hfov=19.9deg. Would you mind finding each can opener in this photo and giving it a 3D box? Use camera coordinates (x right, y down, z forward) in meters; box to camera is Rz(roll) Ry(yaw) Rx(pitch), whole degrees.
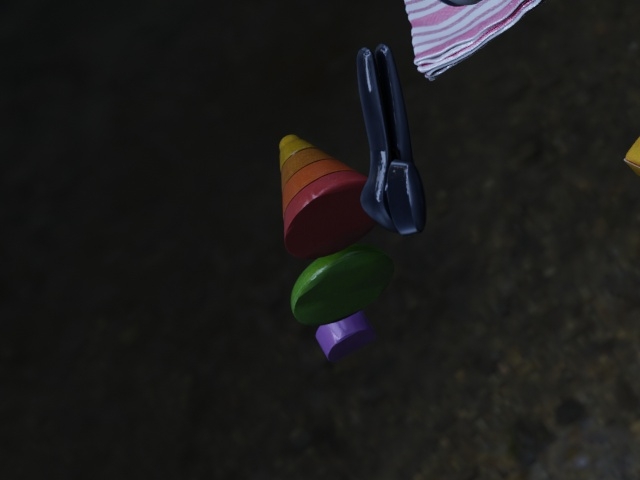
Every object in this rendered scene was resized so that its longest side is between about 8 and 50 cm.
[{"bbox_3d":[0.068,-0.095,1.735,0.073,0.059,0.186,-8,91,38],"label":"can opener"}]

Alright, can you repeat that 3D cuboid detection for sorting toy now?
[{"bbox_3d":[0.000,0.000,2.051,0.127,0.365,0.126,-25,60,-10],"label":"sorting toy"}]

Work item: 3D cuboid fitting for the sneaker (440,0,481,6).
[{"bbox_3d":[-0.016,-0.206,0.978,0.091,0.258,0.094,-46,6,37],"label":"sneaker"}]

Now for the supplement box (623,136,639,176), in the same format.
[{"bbox_3d":[0.347,-0.058,1.215,0.191,0.194,0.129,-52,37,-1],"label":"supplement box"}]

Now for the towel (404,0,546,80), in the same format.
[{"bbox_3d":[0.129,-0.240,1.578,0.144,0.029,0.197,-34,40,24],"label":"towel"}]
